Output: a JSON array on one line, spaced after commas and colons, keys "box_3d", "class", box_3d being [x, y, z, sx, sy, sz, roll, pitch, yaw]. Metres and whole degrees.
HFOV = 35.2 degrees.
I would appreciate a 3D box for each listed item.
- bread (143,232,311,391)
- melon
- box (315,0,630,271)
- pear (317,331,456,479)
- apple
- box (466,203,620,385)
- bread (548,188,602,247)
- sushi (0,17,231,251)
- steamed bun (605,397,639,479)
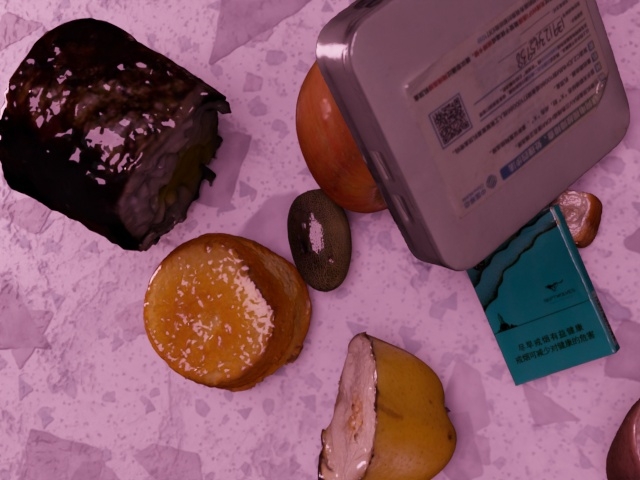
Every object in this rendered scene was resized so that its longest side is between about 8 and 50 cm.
[{"box_3d": [-0.155, 0.112, 1.569, 0.268, 0.146, 0.268, -2, 85, 17], "class": "bread"}, {"box_3d": [0.000, 0.000, 1.566, 0.099, 0.099, 0.162, -12, 85, 13], "class": "melon"}, {"box_3d": [0.224, -0.207, 1.370, 0.396, 0.111, 0.396, -37, 119, -18], "class": "box"}, {"box_3d": [0.112, 0.274, 1.470, 0.178, 0.267, 0.266, 11, 85, -9], "class": "pear"}, {"box_3d": [0.080, -0.179, 1.514, 0.242, 0.242, 0.241, -22, 66, 11], "class": "apple"}, {"box_3d": [0.314, 0.080, 1.466, 0.161, 0.042, 0.226, -25, 86, 27], "class": "box"}, {"box_3d": [0.373, -0.034, 1.490, 0.077, 0.070, 0.083, 19, 91, 17], "class": "bread"}, {"box_3d": [-0.328, -0.161, 1.578, 0.294, 0.281, 0.299, 30, 84, 10], "class": "sushi"}, {"box_3d": [0.538, 0.255, 1.321, 0.301, 0.251, 0.199, 3, 75, 10], "class": "steamed bun"}]
